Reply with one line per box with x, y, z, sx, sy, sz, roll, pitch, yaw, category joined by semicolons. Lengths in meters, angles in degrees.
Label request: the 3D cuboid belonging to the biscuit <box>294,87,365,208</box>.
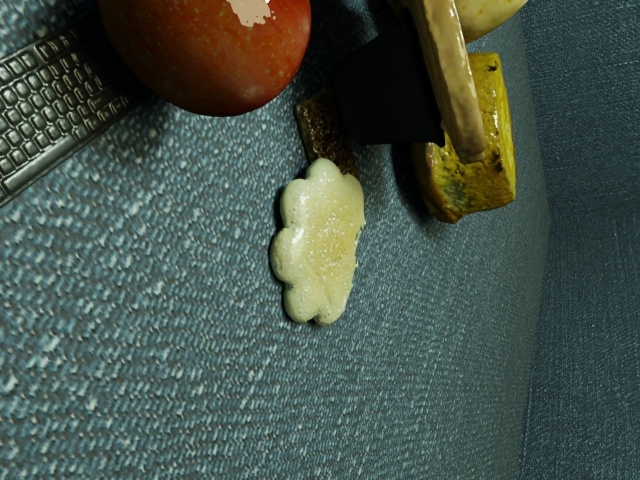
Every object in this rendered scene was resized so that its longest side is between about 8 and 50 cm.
0.023;-0.130;0.912;0.131;0.025;0.230;-49;129;-51;biscuit

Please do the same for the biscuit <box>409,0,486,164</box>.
0.186;-0.312;0.864;0.365;0.062;0.384;2;75;-73;biscuit

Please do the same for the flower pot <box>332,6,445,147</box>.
0.112;-0.248;0.931;0.235;0.148;0.235;-16;90;-71;flower pot

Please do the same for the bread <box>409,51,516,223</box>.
0.325;-0.236;1.266;0.398;0.216;0.397;-6;90;-65;bread

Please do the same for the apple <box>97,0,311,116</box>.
-0.102;-0.211;0.514;0.168;0.181;0.180;49;46;-48;apple

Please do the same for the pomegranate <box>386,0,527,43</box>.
0.283;-0.569;1.111;0.343;0.343;0.342;10;79;-60;pomegranate

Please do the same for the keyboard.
-0.227;-0.130;0.481;0.309;0.018;0.100;-59;137;-45;keyboard

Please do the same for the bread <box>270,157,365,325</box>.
0.000;0.000;0.823;0.182;0.039;0.250;28;70;-52;bread
